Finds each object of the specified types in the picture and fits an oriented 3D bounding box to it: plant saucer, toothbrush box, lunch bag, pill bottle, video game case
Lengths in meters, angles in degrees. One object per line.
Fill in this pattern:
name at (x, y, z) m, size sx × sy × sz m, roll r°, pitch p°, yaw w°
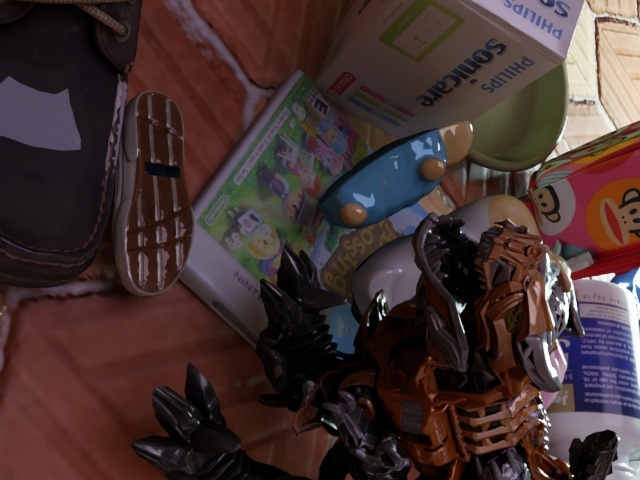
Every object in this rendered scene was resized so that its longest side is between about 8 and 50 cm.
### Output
plant saucer at (0.156, -0.200, 0.799) m, size 0.277 × 0.041 × 0.278 m, roll 12°, pitch 70°, yaw -36°
toothbrush box at (0.123, -0.241, 0.617) m, size 0.122 × 0.206 × 0.283 m, roll 25°, pitch 72°, yaw -14°
lunch bag at (0.295, -0.054, 0.730) m, size 0.120 × 0.258 × 0.293 m, roll 69°, pitch 21°, yaw -3°
pill bottle at (0.230, 0.139, 0.696) m, size 0.112 × 0.112 × 0.187 m, roll 23°, pitch 59°, yaw -35°
video game case at (0.000, 0.000, 0.601) m, size 0.193 × 0.023 × 0.212 m, roll 46°, pitch 49°, yaw -20°

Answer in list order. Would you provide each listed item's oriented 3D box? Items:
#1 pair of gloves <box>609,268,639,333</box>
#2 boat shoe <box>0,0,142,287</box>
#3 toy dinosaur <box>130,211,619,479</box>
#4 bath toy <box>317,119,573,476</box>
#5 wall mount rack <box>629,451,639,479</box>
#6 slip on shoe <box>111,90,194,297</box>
pair of gloves at (0.343, 0.083, 0.837) m, size 0.159 × 0.023 × 0.198 m, roll -37°, pitch 124°, yaw -37°
boat shoe at (-0.165, -0.154, 0.434) m, size 0.132 × 0.130 × 0.356 m, roll 3°, pitch 72°, yaw -42°
toy dinosaur at (0.034, 0.121, 0.428) m, size 0.164 × 0.218 × 0.322 m, roll -29°, pitch 136°, yaw -61°
bath toy at (0.117, 0.090, 0.587) m, size 0.151 × 0.129 × 0.348 m, roll -22°, pitch 97°, yaw -4°
wall mount rack at (0.422, 0.307, 0.794) m, size 0.350 × 0.130 × 0.304 m, roll -22°, pitch 90°, yaw -44°
slip on shoe at (-0.113, -0.028, 0.496) m, size 0.051 × 0.041 × 0.136 m, roll 9°, pitch 69°, yaw -41°
